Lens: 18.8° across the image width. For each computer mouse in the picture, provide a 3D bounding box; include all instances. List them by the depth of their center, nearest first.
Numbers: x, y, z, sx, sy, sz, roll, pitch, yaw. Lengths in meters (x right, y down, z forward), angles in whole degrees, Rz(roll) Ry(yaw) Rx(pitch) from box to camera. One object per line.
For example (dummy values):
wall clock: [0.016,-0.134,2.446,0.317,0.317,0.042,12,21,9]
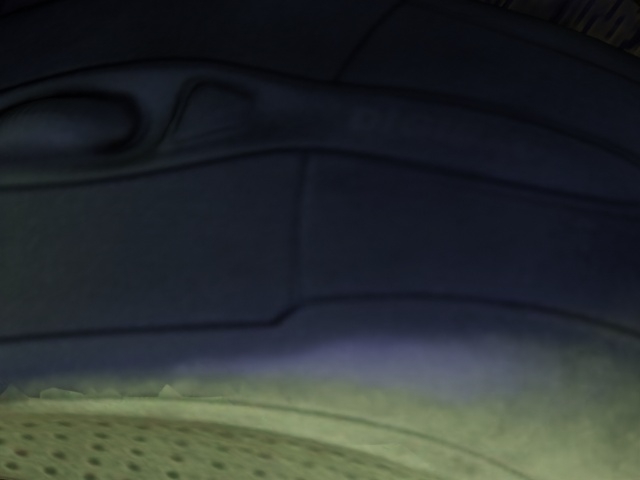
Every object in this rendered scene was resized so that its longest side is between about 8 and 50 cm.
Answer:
computer mouse: [0.000,0.000,0.595,0.371,0.188,0.122,8,142,14]

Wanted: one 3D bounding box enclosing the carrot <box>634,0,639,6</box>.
carrot: [0.099,-0.134,0.623,0.074,0.074,0.358,-35,98,15]
